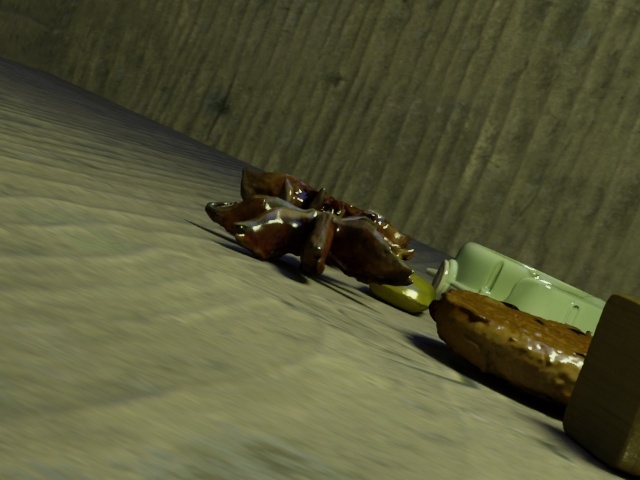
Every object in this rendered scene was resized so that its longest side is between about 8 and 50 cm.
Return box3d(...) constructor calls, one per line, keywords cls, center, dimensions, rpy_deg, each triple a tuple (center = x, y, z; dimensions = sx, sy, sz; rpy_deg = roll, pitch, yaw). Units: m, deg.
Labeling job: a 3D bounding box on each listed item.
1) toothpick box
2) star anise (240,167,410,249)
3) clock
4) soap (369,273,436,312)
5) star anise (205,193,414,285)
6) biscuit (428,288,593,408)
box3d(cls="toothpick box", center=(0.404, 0.171, 1.472), dimensions=(0.308, 0.190, 0.187), rpy_deg=(18, 6, -13))
box3d(cls="star anise", center=(-0.004, -0.022, 2.216), dimensions=(0.220, 0.099, 0.214), rpy_deg=(21, -12, 36))
box3d(cls="clock", center=(0.291, 0.092, 2.275), dimensions=(0.265, 0.109, 0.324), rpy_deg=(20, 5, -36))
box3d(cls="soap", center=(0.107, 0.062, 2.051), dimensions=(0.089, 0.045, 0.140), rpy_deg=(28, 5, 7))
box3d(cls="star anise", center=(0.001, 0.000, 1.917), dimensions=(0.288, 0.088, 0.288), rpy_deg=(9, 8, -1))
box3d(cls="biscuit", center=(0.252, 0.134, 1.710), dimensions=(0.296, 0.075, 0.296), rpy_deg=(20, 6, -2))
